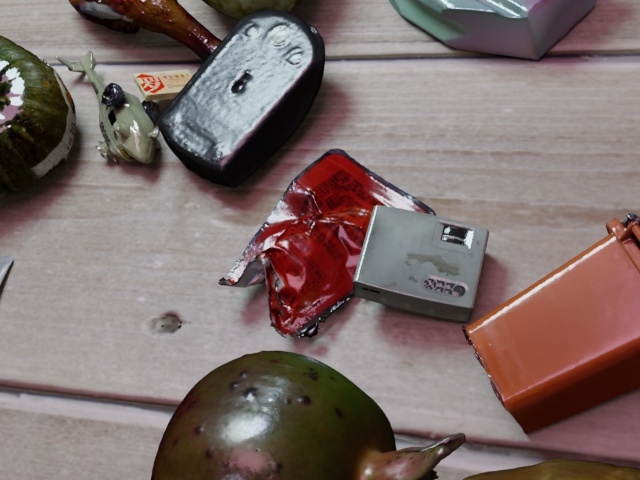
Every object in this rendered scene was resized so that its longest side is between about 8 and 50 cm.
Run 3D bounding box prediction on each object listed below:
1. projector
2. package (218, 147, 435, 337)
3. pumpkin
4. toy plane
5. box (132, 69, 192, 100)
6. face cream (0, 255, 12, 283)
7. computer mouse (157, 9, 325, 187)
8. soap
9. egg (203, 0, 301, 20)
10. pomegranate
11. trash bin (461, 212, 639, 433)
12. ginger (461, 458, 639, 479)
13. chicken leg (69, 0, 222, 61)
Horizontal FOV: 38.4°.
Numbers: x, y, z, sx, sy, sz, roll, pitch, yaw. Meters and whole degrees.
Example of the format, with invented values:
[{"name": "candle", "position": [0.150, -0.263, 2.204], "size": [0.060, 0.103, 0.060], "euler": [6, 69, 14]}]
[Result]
[{"name": "projector", "position": [0.124, 0.030, 1.138], "size": [0.147, 0.061, 0.115], "euler": [13, 66, 8]}, {"name": "package", "position": [0.000, 0.000, 1.210], "size": [0.194, 0.071, 0.269], "euler": [41, 75, 17]}, {"name": "pumpkin", "position": [-0.513, -0.183, 1.416], "size": [0.261, 0.189, 0.260], "euler": [2, 68, -4]}, {"name": "toy plane", "position": [-0.328, -0.209, 1.431], "size": [0.108, 0.092, 0.286], "euler": [-46, 56, 19]}, {"name": "box", "position": [-0.238, -0.242, 1.427], "size": [0.093, 0.015, 0.058], "euler": [-11, 48, -31]}, {"name": "face cream", "position": [-0.530, 0.112, 1.325], "size": [0.114, 0.070, 0.224], "euler": [-1, 48, 17]}, {"name": "computer mouse", "position": [-0.102, -0.204, 1.339], "size": [0.170, 0.100, 0.269], "euler": [38, 84, 30]}, {"name": "soap", "position": [0.215, -0.389, 1.342], "size": [0.193, 0.109, 0.324], "euler": [-43, 58, -10]}, {"name": "egg", "position": [-0.113, -0.464, 1.412], "size": [0.238, 0.238, 0.289], "euler": [-26, 58, 1]}, {"name": "pomegranate", "position": [-0.008, 0.252, 0.953], "size": [0.324, 0.290, 0.290], "euler": [-7, 59, 7]}, {"name": "trash bin", "position": [0.287, 0.097, 0.999], "size": [0.239, 0.184, 0.161], "euler": [-29, 56, 7]}, {"name": "ginger", "position": [0.261, 0.303, 0.867], "size": [0.223, 0.200, 0.269], "euler": [-34, 57, -1]}, {"name": "chicken leg", "position": [-0.284, -0.365, 1.463], "size": [0.407, 0.158, 0.096], "euler": [29, 66, 25]}]
